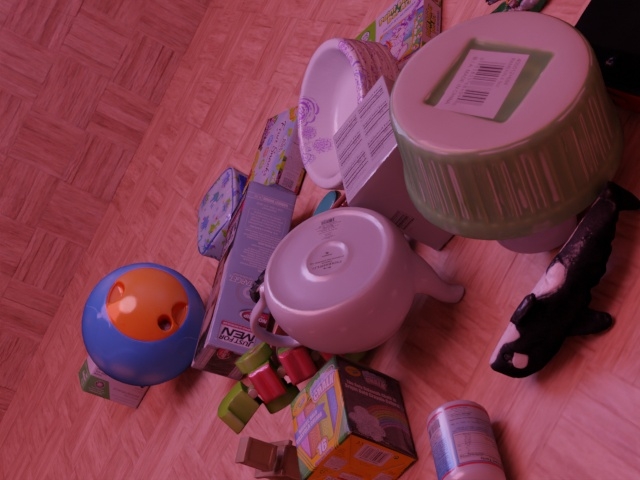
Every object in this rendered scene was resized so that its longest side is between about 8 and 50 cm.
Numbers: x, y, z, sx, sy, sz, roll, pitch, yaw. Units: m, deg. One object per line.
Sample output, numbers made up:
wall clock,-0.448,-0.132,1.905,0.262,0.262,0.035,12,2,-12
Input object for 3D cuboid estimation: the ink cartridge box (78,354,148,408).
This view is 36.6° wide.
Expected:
ink cartridge box,-0.494,0.297,2.469,0.219,0.160,0.092,-59,27,13

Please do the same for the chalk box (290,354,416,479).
chalk box,0.044,0.278,1.511,0.132,0.132,0.213,-51,28,26

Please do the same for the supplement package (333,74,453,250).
supplement package,0.147,-0.128,1.606,0.149,0.194,0.203,-49,29,27

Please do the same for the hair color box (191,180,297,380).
hair color box,-0.160,0.085,2.039,0.185,0.113,0.375,128,157,-62

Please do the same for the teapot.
teapot,0.042,0.087,1.509,0.256,0.187,0.252,25,65,43

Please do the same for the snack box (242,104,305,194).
snack box,-0.089,-0.200,2.258,0.174,0.070,0.207,-11,59,60

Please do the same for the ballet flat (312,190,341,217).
ballet flat,0.000,0.000,1.915,0.206,0.067,0.073,-59,27,5

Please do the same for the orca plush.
orca plush,0.336,0.071,1.241,0.287,0.102,0.151,-54,-19,-1

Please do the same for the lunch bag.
lunch bag,-0.226,-0.064,2.371,0.176,0.090,0.219,-50,29,30

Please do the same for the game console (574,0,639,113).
game console,0.504,-0.326,1.288,0.342,0.060,0.386,-57,27,7

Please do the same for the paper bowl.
paper bowl,0.075,-0.235,1.835,0.284,0.148,0.284,-1,89,63

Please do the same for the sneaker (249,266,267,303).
sneaker,0.019,0.047,1.641,0.283,0.124,0.107,-34,6,-6

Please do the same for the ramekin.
ramekin,0.237,-0.163,1.282,0.303,0.148,0.303,-14,48,16

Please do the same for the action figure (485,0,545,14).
action figure,0.320,-0.390,1.677,0.232,0.063,0.137,-44,29,30

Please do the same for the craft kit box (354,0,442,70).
craft kit box,0.152,-0.385,1.994,0.250,0.061,0.247,-36,35,44

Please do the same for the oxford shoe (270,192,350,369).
oxford shoe,0.013,0.056,1.768,0.397,0.140,0.146,-59,8,-4

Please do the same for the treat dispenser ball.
treat dispenser ball,-0.410,0.195,2.254,0.288,0.288,0.288,-43,33,37

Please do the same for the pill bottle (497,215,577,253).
pill bottle,0.296,-0.095,1.384,0.119,0.119,0.209,-41,35,40

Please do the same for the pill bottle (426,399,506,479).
pill bottle,0.194,0.295,1.263,0.087,0.087,0.160,-48,30,30

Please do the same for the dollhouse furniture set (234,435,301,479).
dollhouse furniture set,-0.058,0.318,1.605,0.101,0.181,0.161,-25,46,53

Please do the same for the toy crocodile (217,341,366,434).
toy crocodile,-0.029,0.199,1.633,0.340,0.115,0.105,-34,4,-2
